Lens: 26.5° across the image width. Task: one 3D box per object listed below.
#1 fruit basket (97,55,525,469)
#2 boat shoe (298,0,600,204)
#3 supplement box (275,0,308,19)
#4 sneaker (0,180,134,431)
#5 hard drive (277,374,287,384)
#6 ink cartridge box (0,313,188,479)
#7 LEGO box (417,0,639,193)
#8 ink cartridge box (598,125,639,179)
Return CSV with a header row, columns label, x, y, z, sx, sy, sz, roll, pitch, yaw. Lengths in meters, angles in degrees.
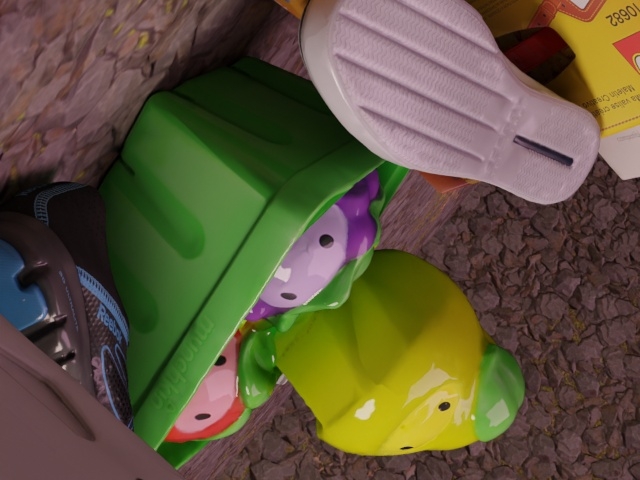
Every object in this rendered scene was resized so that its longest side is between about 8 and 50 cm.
label,x,y,z,sx,sy,sz,roll,pitch,yaw
fruit basket,-0.015,0.076,1.118,0.392,0.392,0.283,-56,170,30
boat shoe,0.079,-0.108,1.006,0.335,0.119,0.121,26,92,-49
supplement box,-0.030,-0.202,0.838,0.080,0.078,0.233,-52,171,6
sneaker,-0.169,0.123,0.952,0.139,0.125,0.340,-56,148,-59
hard drive,0.000,0.000,1.543,0.307,0.040,0.203,-59,160,-61
ink cartridge box,-0.271,0.224,0.677,0.395,0.285,0.166,-53,171,9
LEGO box,0.266,-0.268,1.182,0.372,0.193,0.500,-48,-169,-20
ink cartridge box,0.370,-0.178,1.306,0.353,0.119,0.207,-47,-168,-17
